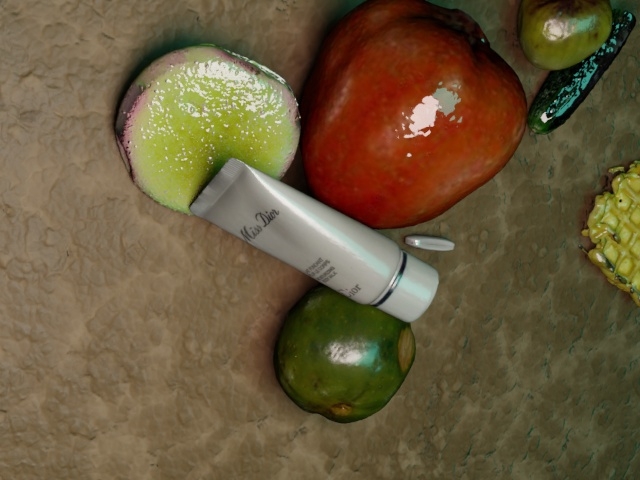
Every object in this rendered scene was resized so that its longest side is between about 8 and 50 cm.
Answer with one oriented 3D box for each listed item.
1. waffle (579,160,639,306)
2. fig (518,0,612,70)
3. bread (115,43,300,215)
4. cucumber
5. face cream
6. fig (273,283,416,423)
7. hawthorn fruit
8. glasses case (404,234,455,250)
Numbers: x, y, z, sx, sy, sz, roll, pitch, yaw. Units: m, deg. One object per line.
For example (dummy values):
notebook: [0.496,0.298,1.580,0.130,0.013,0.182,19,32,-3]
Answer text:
waffle: [0.563,-0.008,1.750,0.280,0.060,0.262,-14,107,-29]
fig: [0.361,-0.328,1.524,0.136,0.120,0.153,45,99,13]
bread: [-0.136,-0.129,1.251,0.228,0.033,0.229,-4,119,-7]
cucumber: [0.402,-0.262,1.594,0.074,0.074,0.241,42,78,-31]
face cream: [0.000,0.000,1.271,0.314,0.143,0.089,29,56,-14]
fig: [0.041,0.129,1.402,0.195,0.195,0.245,52,39,-28]
hawthorn fruit: [0.107,-0.159,1.305,0.295,0.295,0.311,44,71,-30]
glasses case: [0.162,0.004,1.519,0.083,0.032,0.021,5,100,-34]
